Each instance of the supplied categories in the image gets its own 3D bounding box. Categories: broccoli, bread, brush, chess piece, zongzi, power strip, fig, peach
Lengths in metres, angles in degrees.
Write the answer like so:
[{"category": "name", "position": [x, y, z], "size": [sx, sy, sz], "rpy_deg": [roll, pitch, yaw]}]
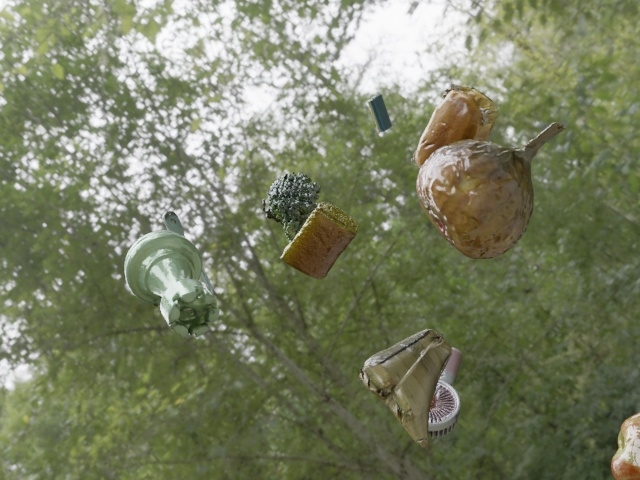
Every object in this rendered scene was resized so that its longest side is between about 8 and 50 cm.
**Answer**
[{"category": "broccoli", "position": [-0.047, -0.078, 2.323], "size": [0.177, 0.198, 0.275], "rpy_deg": [-18, -45, 28]}, {"category": "bread", "position": [0.332, -0.260, 1.850], "size": [0.107, 0.136, 0.241], "rpy_deg": [-19, -36, -46]}, {"category": "bread", "position": [0.000, 0.000, 1.812], "size": [0.172, 0.132, 0.103], "rpy_deg": [-55, 13, 28]}, {"category": "brush", "position": [-0.389, 0.051, 2.113], "size": [0.068, 0.297, 0.060], "rpy_deg": [-7, -27, -44]}, {"category": "chess piece", "position": [-0.345, 0.111, 1.765], "size": [0.194, 0.299, 0.194], "rpy_deg": [-11, -63, -24]}, {"category": "zongzi", "position": [0.197, 0.276, 1.402], "size": [0.194, 0.197, 0.099], "rpy_deg": [-27, -30, -26]}, {"category": "power strip", "position": [0.202, -0.431, 2.520], "size": [0.056, 0.032, 0.123], "rpy_deg": [-40, -65, -42]}, {"category": "fig", "position": [0.414, -0.137, 1.690], "size": [0.369, 0.286, 0.286], "rpy_deg": [-33, -21, 7]}, {"category": "peach", "position": [0.786, 0.493, 1.636], "size": [0.232, 0.257, 0.232], "rpy_deg": [13, -90, -68]}]

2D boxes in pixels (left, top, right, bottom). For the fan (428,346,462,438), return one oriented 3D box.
[{"category": "fan", "position": [0.250, 0.319, 1.597], "size": [0.244, 0.130, 0.074], "rpy_deg": [-57, -29, -46]}]
